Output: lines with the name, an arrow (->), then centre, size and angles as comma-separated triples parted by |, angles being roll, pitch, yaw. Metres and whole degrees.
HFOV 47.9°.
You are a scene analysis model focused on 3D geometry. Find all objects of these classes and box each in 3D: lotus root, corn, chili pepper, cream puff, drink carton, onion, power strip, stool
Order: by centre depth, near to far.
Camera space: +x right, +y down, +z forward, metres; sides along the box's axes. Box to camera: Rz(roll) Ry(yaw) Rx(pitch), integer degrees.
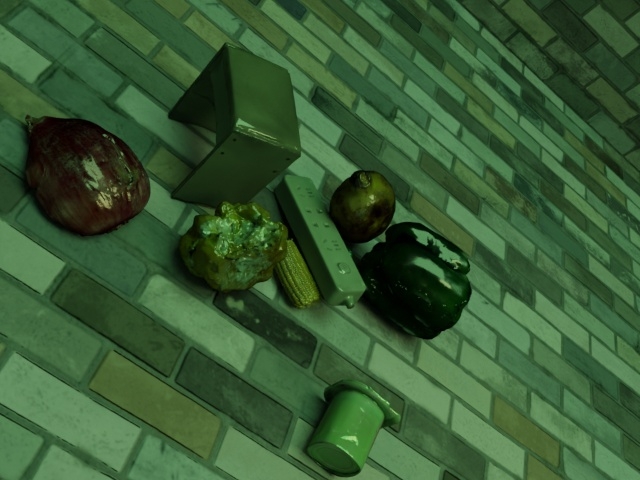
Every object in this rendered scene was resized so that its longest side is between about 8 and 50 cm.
onion -> -0.454, -0.153, 1.383 | 0.283, 0.120, 0.227 | 47, 36, -4
drink carton -> 0.052, 0.382, 1.444 | 0.144, 0.146, 0.142 | 43, 49, -9
cream puff -> -0.183, 0.007, 1.488 | 0.221, 0.194, 0.194 | -9, 67, -33
stool -> -0.194, -0.237, 1.569 | 0.170, 0.270, 0.243 | 16, 51, -36
corn -> -0.058, 0.075, 1.620 | 0.085, 0.063, 0.165 | -13, 68, -35
power strip -> 0.000, 0.000, 1.671 | 0.091, 0.062, 0.385 | 3, 46, -36
lotus root -> 0.102, -0.080, 1.739 | 0.169, 0.314, 0.141 | -41, 74, -8
chili pepper -> 0.228, 0.094, 1.752 | 0.257, 0.233, 0.248 | 34, 26, -15

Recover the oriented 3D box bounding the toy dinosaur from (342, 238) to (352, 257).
toy dinosaur -> 0.020, 0.040, 1.731 | 0.096, 0.059, 0.132 | -5, 56, -35
